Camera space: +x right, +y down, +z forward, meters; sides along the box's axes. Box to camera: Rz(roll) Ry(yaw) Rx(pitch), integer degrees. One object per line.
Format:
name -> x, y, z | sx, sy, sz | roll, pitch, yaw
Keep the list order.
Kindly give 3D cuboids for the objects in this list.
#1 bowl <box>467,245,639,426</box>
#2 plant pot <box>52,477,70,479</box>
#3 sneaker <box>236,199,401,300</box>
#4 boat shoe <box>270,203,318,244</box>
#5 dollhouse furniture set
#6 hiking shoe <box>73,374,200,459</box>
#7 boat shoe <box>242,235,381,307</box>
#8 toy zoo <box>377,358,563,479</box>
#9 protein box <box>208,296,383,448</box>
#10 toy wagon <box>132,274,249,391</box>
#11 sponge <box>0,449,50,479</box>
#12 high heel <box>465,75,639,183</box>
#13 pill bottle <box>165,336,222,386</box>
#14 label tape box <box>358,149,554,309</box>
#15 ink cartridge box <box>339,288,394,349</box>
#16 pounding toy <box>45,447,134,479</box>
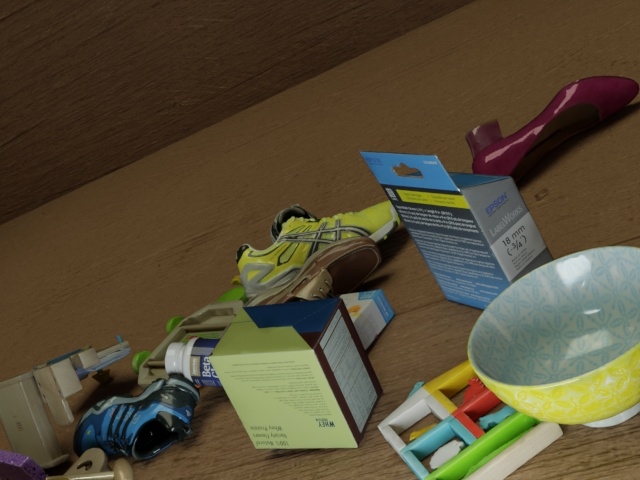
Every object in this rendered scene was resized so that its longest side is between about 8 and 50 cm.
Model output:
bowl -> 0.359, 0.153, 1.332 | 0.289, 0.156, 0.289 | -27, 22, 12
plant pot -> -0.445, 0.507, 1.613 | 0.187, 0.212, 0.212 | -28, 18, -26
sneaker -> 0.000, 0.000, 2.104 | 0.384, 0.147, 0.145 | -28, -4, -10
boat shoe -> -0.047, -0.031, 2.329 | 0.121, 0.119, 0.335 | -37, 22, -12
dollhouse furniture set -> -0.498, 0.334, 2.144 | 0.286, 0.198, 0.303 | -20, 2, 40
hiking shoe -> -0.370, 0.366, 1.922 | 0.304, 0.113, 0.132 | -30, 32, 24
boat shoe -> -0.010, 0.116, 1.987 | 0.324, 0.123, 0.116 | -37, 28, 4
toy zoo -> 0.201, 0.268, 1.467 | 0.192, 0.030, 0.293 | -34, 22, -6
protein box -> -0.036, 0.219, 1.627 | 0.199, 0.201, 0.136 | -7, 30, 30
toy wagon -> -0.245, 0.204, 2.163 | 0.267, 0.068, 0.344 | -8, 31, 45
sponge -> -0.598, 0.469, 1.994 | 0.210, 0.117, 0.031 | -5, 36, 50
high heel -> 0.494, -0.207, 2.060 | 0.377, 0.127, 0.181 | -23, 52, 12
pill bottle -> -0.210, 0.235, 1.935 | 0.169, 0.094, 0.094 | 1, 32, 17
label tape box -> 0.237, -0.039, 1.669 | 0.106, 0.334, 0.240 | -40, 23, -19
ink cartridge box -> 0.044, 0.168, 1.837 | 0.104, 0.062, 0.181 | -12, 24, 41
pounding toy -> -0.454, 0.442, 1.804 | 0.269, 0.155, 0.154 | -29, 26, 7
